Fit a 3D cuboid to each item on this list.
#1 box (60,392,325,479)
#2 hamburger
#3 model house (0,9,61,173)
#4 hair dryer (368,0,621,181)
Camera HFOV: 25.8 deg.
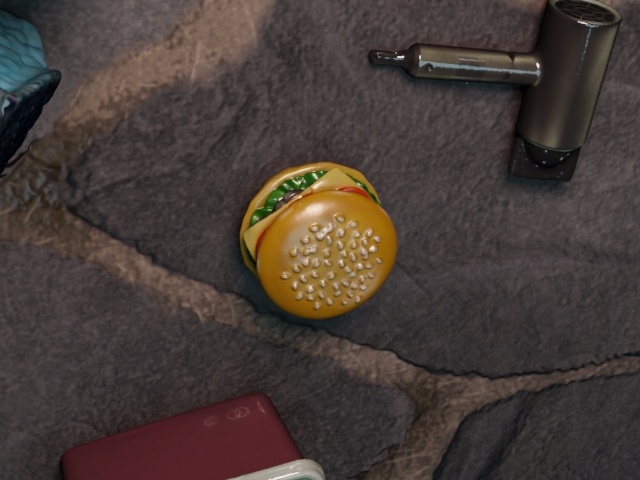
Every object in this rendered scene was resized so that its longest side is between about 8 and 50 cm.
[{"bbox_3d":[-0.140,0.296,1.517,0.294,0.167,0.193,-15,126,-11],"label":"box"},{"bbox_3d":[0.000,0.000,1.413,0.162,0.115,0.162,-10,122,-16],"label":"hamburger"},{"bbox_3d":[-0.368,-0.073,1.154,0.226,0.241,0.261,25,110,-34],"label":"model house"},{"bbox_3d":[0.164,-0.154,1.419,0.248,0.078,0.195,4,120,-12],"label":"hair dryer"}]
